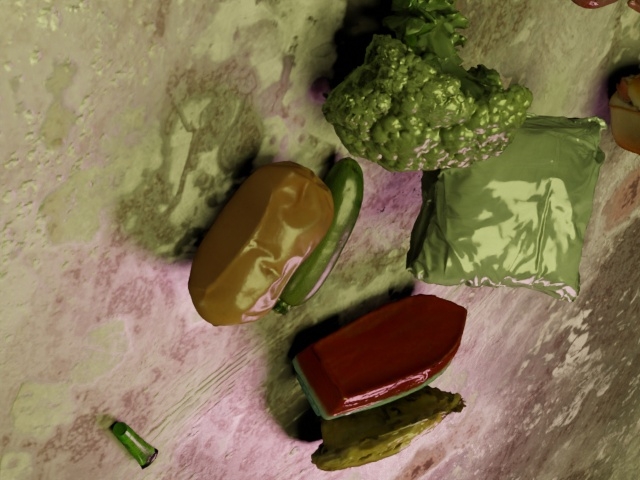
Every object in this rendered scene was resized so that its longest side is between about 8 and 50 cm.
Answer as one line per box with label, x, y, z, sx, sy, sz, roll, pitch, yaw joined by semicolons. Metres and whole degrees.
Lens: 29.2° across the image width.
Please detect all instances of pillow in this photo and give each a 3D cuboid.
pillow;0.274;-0.054;1.804;0.310;0.138;0.283;4;93;-22

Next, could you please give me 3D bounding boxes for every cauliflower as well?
cauliflower;0.132;-0.213;1.582;0.272;0.275;0.250;-2;89;-13

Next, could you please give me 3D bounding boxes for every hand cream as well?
hand cream;-0.261;0.290;1.737;0.036;0.023;0.122;-52;149;-17

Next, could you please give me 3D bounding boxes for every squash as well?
squash;0.000;0.000;1.721;0.069;0.069;0.258;1;122;-49

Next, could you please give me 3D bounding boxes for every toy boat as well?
toy boat;0.106;0.186;1.965;0.332;0.145;0.133;-20;159;-34

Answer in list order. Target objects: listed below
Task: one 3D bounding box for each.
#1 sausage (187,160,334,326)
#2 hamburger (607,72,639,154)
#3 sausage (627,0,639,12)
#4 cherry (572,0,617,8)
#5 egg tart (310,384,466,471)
sausage;-0.079;0.009;1.591;0.241;0.120;0.136;-52;135;4
hamburger;0.597;-0.201;2.067;0.237;0.237;0.147;-4;115;-47
sausage;0.587;-0.466;1.899;0.304;0.121;0.121;-39;145;-13
cherry;0.407;-0.388;1.798;0.106;0.087;0.126;-53;158;8
egg tart;0.104;0.298;2.033;0.279;0.095;0.279;-25;177;-1
